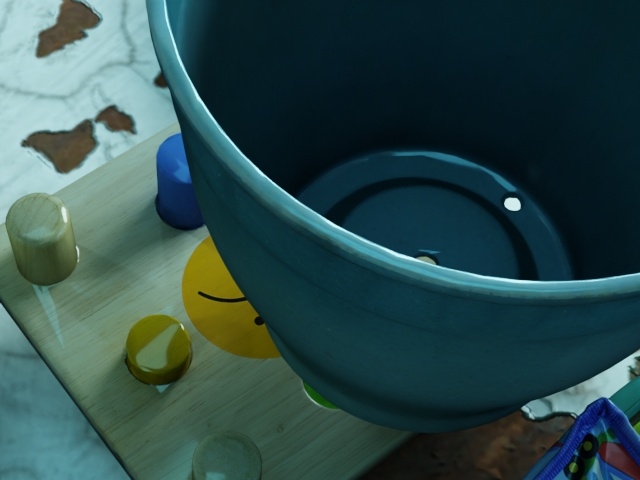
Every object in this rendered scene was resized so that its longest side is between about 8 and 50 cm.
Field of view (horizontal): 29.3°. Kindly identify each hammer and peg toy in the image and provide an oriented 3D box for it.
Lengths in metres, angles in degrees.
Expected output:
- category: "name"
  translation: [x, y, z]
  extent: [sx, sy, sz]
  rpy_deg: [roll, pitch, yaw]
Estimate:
- category: "hammer and peg toy"
  translation: [0.000, 0.000, 0.763]
  extent: [0.361, 0.127, 0.266]
  rpy_deg: [-35, 68, -21]

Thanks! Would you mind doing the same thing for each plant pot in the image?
- category: "plant pot"
  translation: [0.061, -0.040, 0.569]
  extent: [0.271, 0.255, 0.272]
  rpy_deg: [2, 61, -4]

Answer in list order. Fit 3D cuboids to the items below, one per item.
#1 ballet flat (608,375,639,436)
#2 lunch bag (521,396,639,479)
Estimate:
- category: "ballet flat"
  translation: [0.228, 0.094, 0.753]
  extent: [0.077, 0.077, 0.231]
  rpy_deg: [45, 67, 1]
- category: "lunch bag"
  translation: [0.181, 0.250, 0.583]
  extent: [0.138, 0.221, 0.293]
  rpy_deg: [-41, 70, -20]
